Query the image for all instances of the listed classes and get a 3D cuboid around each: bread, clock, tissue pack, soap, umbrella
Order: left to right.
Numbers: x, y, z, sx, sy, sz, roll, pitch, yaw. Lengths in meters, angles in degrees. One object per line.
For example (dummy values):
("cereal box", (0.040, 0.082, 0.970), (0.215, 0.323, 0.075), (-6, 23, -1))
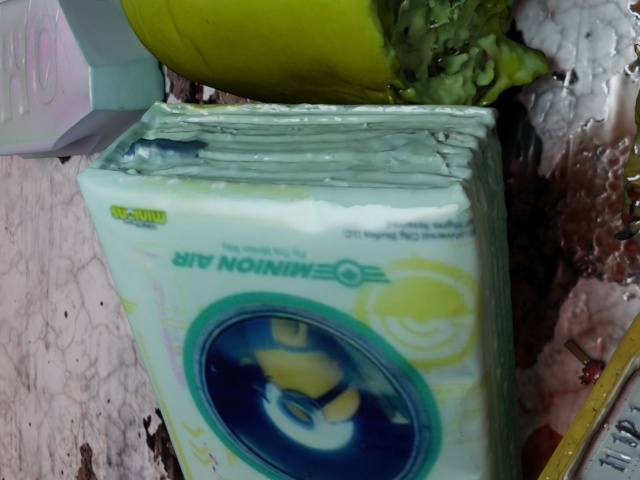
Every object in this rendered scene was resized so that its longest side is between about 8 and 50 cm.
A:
("soap", (-0.360, -0.218, 1.100), (0.347, 0.115, 0.208), (2, 96, 41))
("bread", (0.002, -0.215, 0.702), (0.376, 0.251, 0.208), (16, 121, 37))
("tissue pack", (0.008, 0.092, 0.647), (0.287, 0.162, 0.388), (5, 125, 24))
("umbrella", (0.254, 0.140, 0.648), (0.027, 0.025, 0.165), (-48, 63, 9))
("clock", (0.244, 0.143, 0.535), (0.143, 0.202, 0.096), (17, 144, 38))

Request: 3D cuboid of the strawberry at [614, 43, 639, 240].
("strawberry", (0.310, -0.067, 0.554), (0.208, 0.087, 0.167), (8, 122, 16))
